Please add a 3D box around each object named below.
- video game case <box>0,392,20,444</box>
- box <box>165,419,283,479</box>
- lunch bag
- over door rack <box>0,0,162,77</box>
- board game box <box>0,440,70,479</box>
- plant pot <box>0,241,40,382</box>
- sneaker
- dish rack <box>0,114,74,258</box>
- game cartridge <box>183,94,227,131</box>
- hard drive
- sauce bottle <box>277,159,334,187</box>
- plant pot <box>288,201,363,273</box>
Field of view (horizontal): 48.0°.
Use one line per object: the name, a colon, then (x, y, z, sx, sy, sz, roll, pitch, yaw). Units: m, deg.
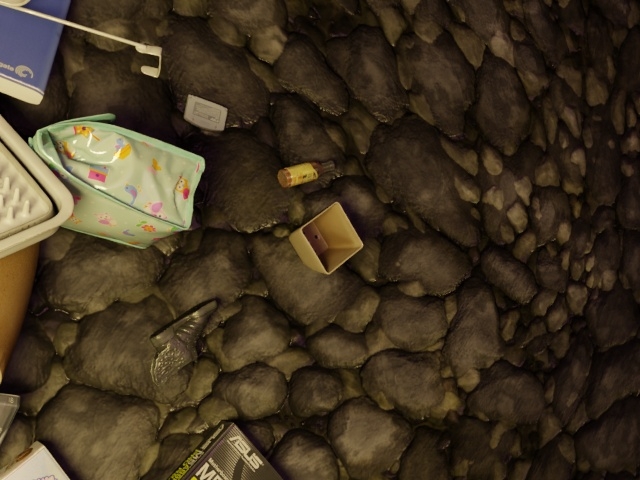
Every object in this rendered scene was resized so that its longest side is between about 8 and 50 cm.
video game case: (-0.598, 0.269, 1.022, 0.274, 0.196, 0.026, 18, 31, -28)
box: (-0.162, 0.504, 1.321, 0.216, 0.060, 0.270, -44, 107, -28)
lunch bag: (-0.358, -0.098, 1.177, 0.262, 0.223, 0.160, 21, 69, -27)
over door rack: (-0.389, -0.450, 1.195, 0.324, 0.108, 0.239, 20, 54, -30)
board game box: (-0.477, 0.541, 1.116, 0.319, 0.066, 0.318, -38, 104, -29)
plant pot: (-0.529, 0.056, 1.064, 0.237, 0.237, 0.254, 36, 45, -23)
sneaker: (-0.246, 0.185, 1.317, 0.170, 0.051, 0.089, -32, 101, -26)
dish rack: (-0.537, -0.076, 0.974, 0.333, 0.072, 0.285, 44, 46, 16)
game cartridge: (-0.225, -0.245, 1.401, 0.083, 0.017, 0.056, 17, 72, -29)
hard drive: (-0.520, -0.387, 1.156, 0.210, 0.040, 0.318, 20, 53, -28)
sauce bottle: (-0.027, -0.143, 1.495, 0.128, 0.042, 0.042, -19, 94, -30)
plant pot: (0.000, 0.000, 1.463, 0.109, 0.096, 0.109, -38, 103, -29)
